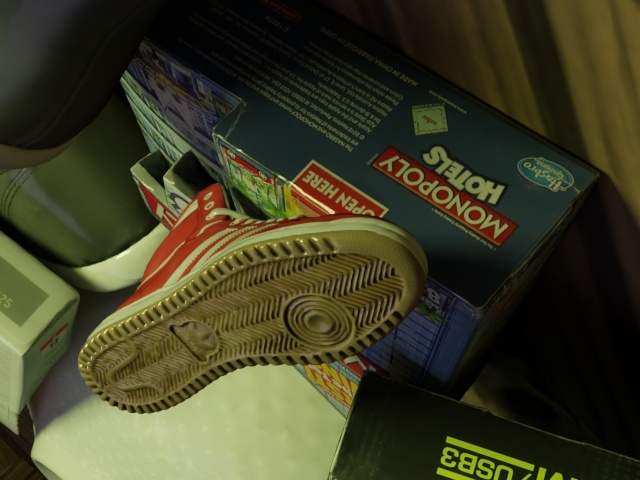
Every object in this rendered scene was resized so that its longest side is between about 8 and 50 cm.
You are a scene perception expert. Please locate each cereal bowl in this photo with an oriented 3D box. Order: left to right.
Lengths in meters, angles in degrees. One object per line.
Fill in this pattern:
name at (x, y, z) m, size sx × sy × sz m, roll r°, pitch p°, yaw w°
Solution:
cereal bowl at (-0.059, 0.127, 0.747) m, size 0.339 × 0.141 × 0.339 m, roll 38°, pitch 161°, yaw 15°

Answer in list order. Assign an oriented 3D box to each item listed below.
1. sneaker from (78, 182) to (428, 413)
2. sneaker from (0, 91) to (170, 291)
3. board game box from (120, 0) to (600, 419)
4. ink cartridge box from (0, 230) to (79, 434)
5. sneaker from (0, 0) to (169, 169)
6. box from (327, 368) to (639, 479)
sneaker at (-0.014, 0.006, 0.371) m, size 0.118 × 0.067 × 0.042 m, roll -21°, pitch 115°, yaw 35°
sneaker at (-0.183, -0.064, 0.655) m, size 0.296 × 0.104 × 0.147 m, roll 8°, pitch 139°, yaw 51°
board game box at (0.000, 0.000, 0.471) m, size 0.194 × 0.060 × 0.194 m, roll 34°, pitch 159°, yaw 25°
ink cartridge box at (-0.188, 0.022, 0.636) m, size 0.145 × 0.045 × 0.179 m, roll 38°, pitch 159°, yaw 2°
sneaker at (-0.107, -0.143, 0.385) m, size 0.118 × 0.083 × 0.222 m, roll -35°, pitch 85°, yaw 40°
box at (0.088, 0.118, 0.475) m, size 0.184 × 0.045 × 0.190 m, roll 16°, pitch 158°, yaw 2°
